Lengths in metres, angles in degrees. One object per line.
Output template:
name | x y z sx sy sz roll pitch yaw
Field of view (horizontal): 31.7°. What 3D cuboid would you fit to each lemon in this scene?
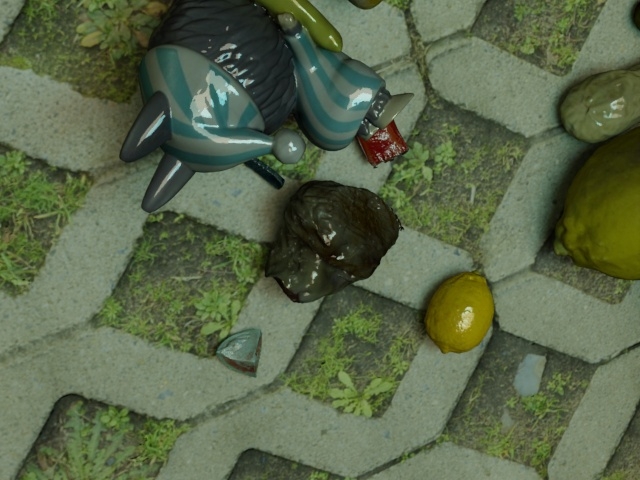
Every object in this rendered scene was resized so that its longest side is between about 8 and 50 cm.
lemon | 0.574 -0.063 1.944 0.285 0.285 0.316 25 119 -22
lemon | 0.241 0.123 1.938 0.114 0.114 0.155 30 81 -22

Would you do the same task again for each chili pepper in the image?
chili pepper | 0.091 -0.189 1.856 0.123 0.073 0.070 65 34 -19

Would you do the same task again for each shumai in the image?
shumai | -0.003 -0.003 1.833 0.185 0.218 0.184 -26 98 30

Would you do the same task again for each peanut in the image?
peanut | 0.542 -0.252 1.975 0.257 0.123 0.123 -21 106 -13

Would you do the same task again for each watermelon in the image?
watermelon | -0.127 0.188 1.843 0.085 0.061 0.085 -6 103 -28

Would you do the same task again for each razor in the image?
razor | -0.130 -0.146 1.806 0.190 0.033 0.066 40 46 -24

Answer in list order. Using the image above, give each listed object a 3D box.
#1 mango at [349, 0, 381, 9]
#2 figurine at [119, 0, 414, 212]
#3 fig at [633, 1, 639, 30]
mango | 0.018 -0.532 1.689 0.199 0.221 0.384 -26 110 2
figurine | -0.122 -0.174 1.666 0.361 0.266 0.377 38 83 -4
fig | 0.602 -0.393 2.004 0.098 0.082 0.084 59 42 -34
